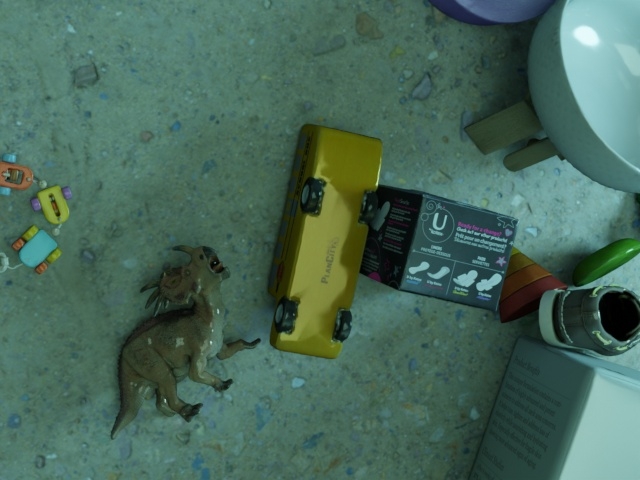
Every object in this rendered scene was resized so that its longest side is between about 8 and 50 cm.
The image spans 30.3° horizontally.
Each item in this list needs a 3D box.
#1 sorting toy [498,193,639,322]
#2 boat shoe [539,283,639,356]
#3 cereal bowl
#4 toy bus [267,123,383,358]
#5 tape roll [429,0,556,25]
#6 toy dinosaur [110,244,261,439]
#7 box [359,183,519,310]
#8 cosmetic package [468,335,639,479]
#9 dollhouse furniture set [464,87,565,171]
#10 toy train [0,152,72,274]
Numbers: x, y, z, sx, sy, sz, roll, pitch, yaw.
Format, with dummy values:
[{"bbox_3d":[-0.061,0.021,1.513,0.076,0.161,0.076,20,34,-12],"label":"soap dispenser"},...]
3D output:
[{"bbox_3d":[0.421,0.005,1.925,0.365,0.127,0.126,-24,74,-16],"label":"sorting toy"},{"bbox_3d":[0.461,0.124,1.864,0.324,0.096,0.116,9,78,-51],"label":"boat shoe"},{"bbox_3d":[0.438,-0.220,1.794,0.339,0.141,0.339,15,62,-30],"label":"cereal bowl"},{"bbox_3d":[0.000,0.000,1.754,0.108,0.130,0.333,11,93,-20],"label":"toy bus"},{"bbox_3d":[0.269,-0.469,1.804,0.275,0.090,0.275,-2,97,-18],"label":"tape roll"},{"bbox_3d":[-0.220,0.145,1.713,0.295,0.127,0.200,-41,100,4],"label":"toy dinosaur"},{"bbox_3d":[0.157,0.002,1.743,0.163,0.247,0.142,13,94,-19],"label":"box"},{"bbox_3d":[0.435,0.396,1.820,0.327,0.329,0.394,19,92,-10],"label":"cosmetic package"},{"bbox_3d":[0.343,-0.189,1.896,0.144,0.123,0.151,49,46,-17],"label":"dollhouse furniture set"},{"bbox_3d":[-0.417,-0.035,1.662,0.125,0.046,0.166,6,92,-17],"label":"toy train"}]
